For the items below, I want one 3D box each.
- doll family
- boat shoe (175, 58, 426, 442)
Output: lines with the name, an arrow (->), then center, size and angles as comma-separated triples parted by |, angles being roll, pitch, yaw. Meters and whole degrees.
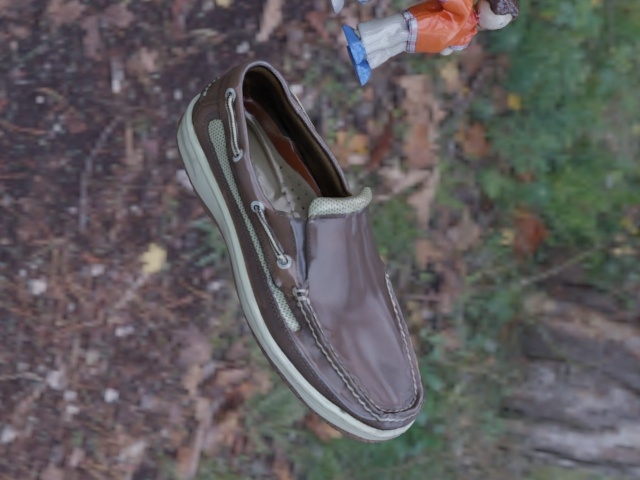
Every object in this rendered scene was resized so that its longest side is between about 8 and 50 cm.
doll family -> 0.076, -0.234, 1.194 | 0.263, 0.163, 0.118 | 70, -1, -68
boat shoe -> -0.006, 0.002, 1.021 | 0.095, 0.095, 0.257 | -23, 76, -39
